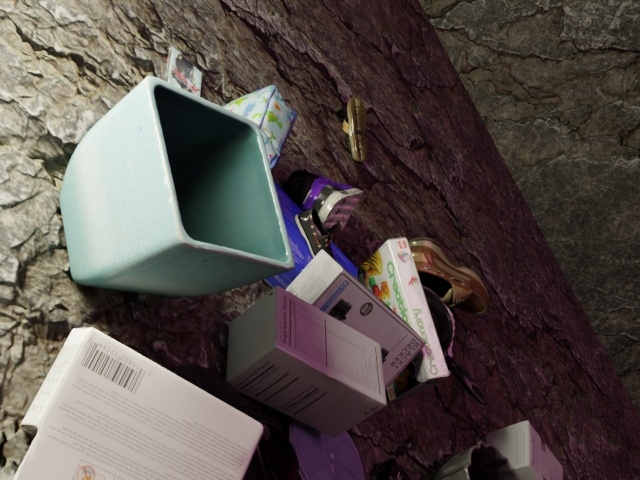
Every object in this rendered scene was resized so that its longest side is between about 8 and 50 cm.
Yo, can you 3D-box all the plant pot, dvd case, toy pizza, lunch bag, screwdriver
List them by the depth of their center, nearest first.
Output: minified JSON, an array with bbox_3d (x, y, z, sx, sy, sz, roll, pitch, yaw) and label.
[{"bbox_3d":[-0.228,-0.040,1.224,0.247,0.252,0.247,16,54,-55],"label":"plant pot"},{"bbox_3d":[-0.159,0.243,1.373,0.170,0.025,0.024,37,38,-28],"label":"screwdriver"},{"bbox_3d":[0.007,0.388,1.508,0.201,0.032,0.201,42,28,-29],"label":"toy pizza"},{"bbox_3d":[-0.147,-0.184,1.581,0.090,0.176,0.219,54,30,-30],"label":"lunch bag"},{"bbox_3d":[-0.265,-0.308,1.652,0.087,0.013,0.119,40,36,-39],"label":"dvd case"}]

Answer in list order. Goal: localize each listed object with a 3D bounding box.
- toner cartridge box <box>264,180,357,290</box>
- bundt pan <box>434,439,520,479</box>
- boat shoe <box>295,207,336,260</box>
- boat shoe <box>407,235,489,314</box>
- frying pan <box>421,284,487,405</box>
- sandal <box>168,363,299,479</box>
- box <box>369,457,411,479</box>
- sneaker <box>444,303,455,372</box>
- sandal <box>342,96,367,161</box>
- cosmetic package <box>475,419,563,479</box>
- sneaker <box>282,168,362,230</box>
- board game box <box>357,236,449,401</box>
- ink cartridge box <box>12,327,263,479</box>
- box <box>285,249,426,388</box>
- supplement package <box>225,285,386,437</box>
[{"bbox_3d":[-0.057,0.022,1.670,0.348,0.075,0.165,46,31,-32],"label":"toner cartridge box"},{"bbox_3d":[0.343,0.606,1.828,0.331,0.124,0.330,40,36,-37],"label":"bundt pan"},{"bbox_3d":[-0.001,0.001,1.661,0.133,0.042,0.049,63,24,-6],"label":"boat shoe"},{"bbox_3d":[0.317,0.118,2.222,0.324,0.123,0.119,35,43,-31],"label":"boat shoe"},{"bbox_3d":[0.269,0.225,1.981,0.326,0.053,0.197,35,52,-8],"label":"frying pan"},{"bbox_3d":[-0.082,0.359,1.303,0.445,0.107,0.167,57,28,-13],"label":"sandal"},{"bbox_3d":[0.140,0.477,1.656,0.083,0.052,0.062,55,29,-14],"label":"box"},{"bbox_3d":[0.264,0.222,2.064,0.095,0.090,0.235,34,37,-29],"label":"sneaker"},{"bbox_3d":[0.085,-0.288,2.226,0.072,0.049,0.180,13,71,-50],"label":"sandal"},{"bbox_3d":[0.480,0.568,2.070,0.183,0.151,0.151,52,28,-22],"label":"cosmetic package"},{"bbox_3d":[-0.003,-0.099,1.839,0.146,0.102,0.293,30,5,10],"label":"sneaker"},{"bbox_3d":[0.166,0.171,1.819,0.053,0.193,0.305,-6,68,-25],"label":"board game box"},{"bbox_3d":[-0.241,0.292,1.085,0.296,0.066,0.261,37,62,-29],"label":"ink cartridge box"},{"bbox_3d":[0.053,0.168,1.623,0.290,0.169,0.087,43,-1,-37],"label":"box"},{"bbox_3d":[-0.024,0.208,1.448,0.244,0.134,0.139,32,35,-28],"label":"supplement package"}]
